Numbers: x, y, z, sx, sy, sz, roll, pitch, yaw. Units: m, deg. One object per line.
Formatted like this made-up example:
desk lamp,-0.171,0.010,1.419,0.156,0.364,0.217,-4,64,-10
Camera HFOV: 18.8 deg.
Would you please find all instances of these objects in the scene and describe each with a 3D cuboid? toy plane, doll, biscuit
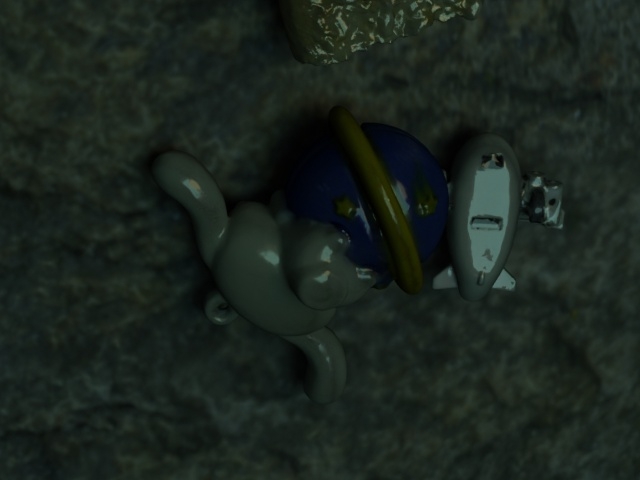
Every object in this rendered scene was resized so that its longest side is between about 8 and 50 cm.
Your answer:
toy plane,0.155,-0.023,1.883,0.174,0.080,0.174,-2,111,-6
doll,0.016,0.025,1.785,0.242,0.159,0.311,-28,124,-15
biscuit,0.083,-0.279,1.739,0.281,0.084,0.179,-22,114,-20
